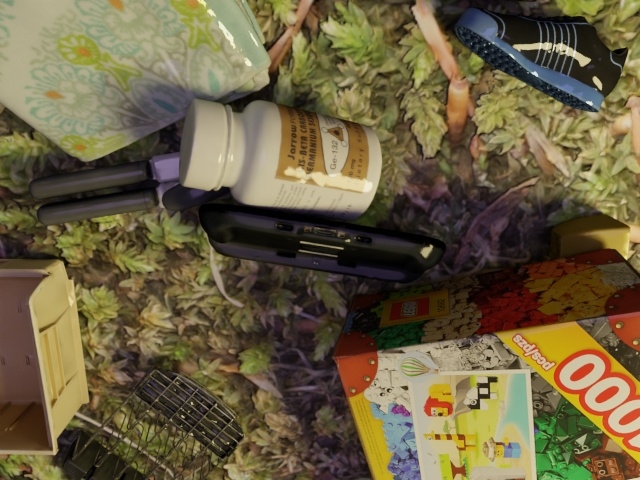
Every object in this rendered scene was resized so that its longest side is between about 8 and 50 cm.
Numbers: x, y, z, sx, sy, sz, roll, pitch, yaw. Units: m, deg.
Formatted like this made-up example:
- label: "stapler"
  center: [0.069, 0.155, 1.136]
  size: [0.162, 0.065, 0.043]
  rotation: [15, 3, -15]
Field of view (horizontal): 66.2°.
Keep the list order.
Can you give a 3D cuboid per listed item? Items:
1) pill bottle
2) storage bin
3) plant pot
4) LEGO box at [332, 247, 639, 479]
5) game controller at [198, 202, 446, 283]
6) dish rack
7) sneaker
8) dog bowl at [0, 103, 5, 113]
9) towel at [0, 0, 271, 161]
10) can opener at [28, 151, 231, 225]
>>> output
- label: "pill bottle"
  center: [-0.051, -0.102, 0.612]
  size: [0.229, 0.131, 0.131]
  rotation: [7, 106, -24]
- label: "storage bin"
  center: [-0.508, 0.165, 0.723]
  size: [0.262, 0.123, 0.261]
  rotation: [1, 106, 0]
- label: "plant pot"
  center: [0.381, 0.010, 0.708]
  size: [0.083, 0.081, 0.082]
  rotation: [0, 106, 7]
- label: "LEGO box"
  center: [0.274, 0.301, 0.690]
  size: [0.372, 0.193, 0.501]
  rotation: [-14, 105, 17]
- label: "game controller"
  center: [0.000, 0.000, 0.660]
  size: [0.319, 0.166, 0.067]
  rotation: [8, 71, -3]
- label: "dish rack"
  center: [-0.264, 0.329, 0.798]
  size: [0.208, 0.074, 0.271]
  rotation: [42, 100, -12]
- label: "sneaker"
  center: [0.288, -0.256, 0.637]
  size: [0.232, 0.081, 0.091]
  rotation: [24, 101, -13]
- label: "dog bowl"
  center: [-0.569, -0.287, 0.610]
  size: [0.348, 0.102, 0.349]
  rotation: [0, 106, 0]
- label: "towel"
  center: [-0.264, -0.256, 0.509]
  size: [0.320, 0.090, 0.374]
  rotation: [-18, 143, 15]
- label: "can opener"
  center: [-0.255, -0.072, 0.672]
  size: [0.283, 0.095, 0.076]
  rotation: [-10, 105, -4]
